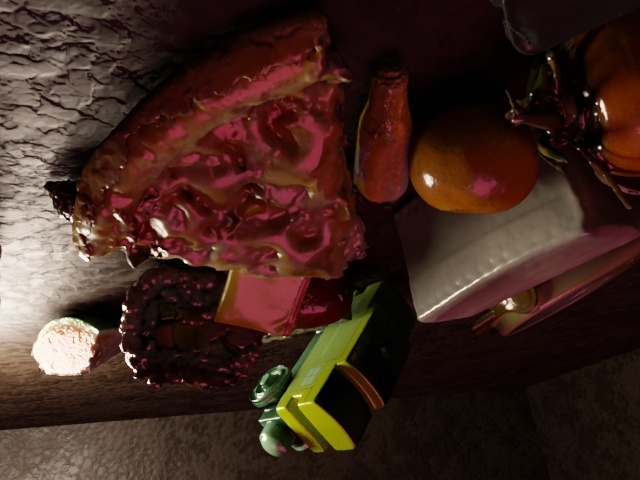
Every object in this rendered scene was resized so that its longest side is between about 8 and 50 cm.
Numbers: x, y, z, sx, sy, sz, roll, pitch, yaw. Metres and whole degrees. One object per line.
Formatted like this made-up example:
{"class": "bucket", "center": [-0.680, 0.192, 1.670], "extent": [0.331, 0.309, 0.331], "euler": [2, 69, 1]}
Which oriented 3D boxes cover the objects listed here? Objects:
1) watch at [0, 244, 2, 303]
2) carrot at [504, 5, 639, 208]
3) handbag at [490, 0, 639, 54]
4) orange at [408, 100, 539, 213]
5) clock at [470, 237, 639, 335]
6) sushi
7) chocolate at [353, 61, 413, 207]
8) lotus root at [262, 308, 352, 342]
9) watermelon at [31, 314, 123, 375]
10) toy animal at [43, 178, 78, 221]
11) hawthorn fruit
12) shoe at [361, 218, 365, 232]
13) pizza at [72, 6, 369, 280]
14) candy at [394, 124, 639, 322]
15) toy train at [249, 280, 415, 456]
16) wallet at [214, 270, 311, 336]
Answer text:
{"class": "watch", "center": [-0.592, 0.082, 0.837], "extent": [0.218, 0.210, 0.248], "euler": [-14, 147, -8]}
{"class": "carrot", "center": [0.357, -0.161, 0.579], "extent": [0.332, 0.193, 0.214], "euler": [-9, 116, 11]}
{"class": "handbag", "center": [0.247, -0.288, 0.417], "extent": [0.260, 0.079, 0.247], "euler": [-19, 150, 15]}
{"class": "orange", "center": [0.189, -0.101, 0.688], "extent": [0.159, 0.136, 0.159], "euler": [2, 177, 0]}
{"class": "clock", "center": [0.441, 0.076, 1.090], "extent": [0.349, 0.117, 0.286], "euler": [-32, 159, 9]}
{"class": "sushi", "center": [-0.228, 0.149, 1.035], "extent": [0.270, 0.236, 0.171], "euler": [6, 171, -12]}
{"class": "chocolate", "center": [0.081, -0.136, 0.707], "extent": [0.086, 0.085, 0.219], "euler": [-8, 150, -1]}
{"class": "lotus root", "center": [-0.059, 0.138, 1.184], "extent": [0.235, 0.118, 0.138], "euler": [-17, 154, 22]}
{"class": "watermelon", "center": [-0.523, 0.216, 1.252], "extent": [0.231, 0.128, 0.146], "euler": [-5, -174, 26]}
{"class": "toy animal", "center": [-0.294, -0.030, 0.817], "extent": [0.220, 0.069, 0.086], "euler": [13, 143, -40]}
{"class": "hawthorn fruit", "center": [0.001, 0.081, 1.036], "extent": [0.194, 0.156, 0.157], "euler": [-10, 155, 0]}
{"class": "shoe", "center": [0.000, 0.000, 0.967], "extent": [0.160, 0.053, 0.062], "euler": [-7, 118, 9]}
{"class": "pizza", "center": [-0.139, -0.056, 0.701], "extent": [0.392, 0.080, 0.434], "euler": [-9, 139, 3]}
{"class": "candy", "center": [0.272, -0.023, 0.838], "extent": [0.145, 0.207, 0.359], "euler": [5, 151, -28]}
{"class": "toy train", "center": [0.041, 0.262, 1.188], "extent": [0.272, 0.442, 0.179], "euler": [-25, 109, 41]}
{"class": "wallet", "center": [-0.079, 0.046, 0.910], "extent": [0.141, 0.067, 0.241], "euler": [16, 119, -12]}
